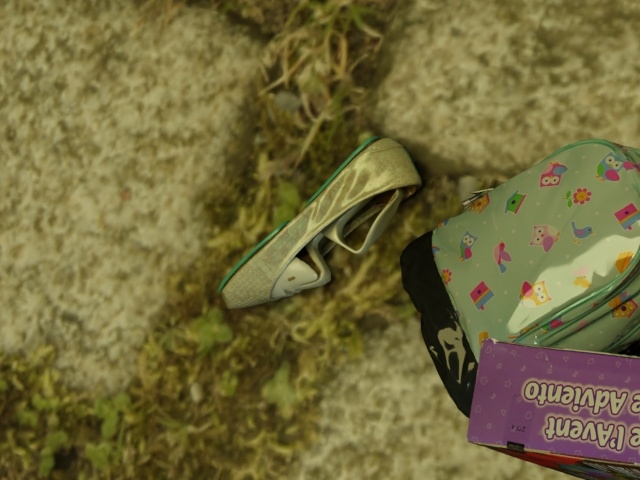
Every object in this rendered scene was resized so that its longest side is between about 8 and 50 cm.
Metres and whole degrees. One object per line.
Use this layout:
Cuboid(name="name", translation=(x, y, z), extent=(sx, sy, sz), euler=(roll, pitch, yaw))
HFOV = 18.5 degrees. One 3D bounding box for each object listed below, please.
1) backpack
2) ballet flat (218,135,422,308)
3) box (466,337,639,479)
Cuboid(name="backpack", translation=(0.148, 0.021, 1.206), extent=(0.182, 0.115, 0.152), euler=(-31, 63, 18))
Cuboid(name="ballet flat", translation=(0.000, 0.000, 1.332), extent=(0.168, 0.057, 0.052), euler=(-45, 71, 14))
Cuboid(name="box", translation=(0.229, 0.112, 1.032), extent=(0.201, 0.293, 0.057), euler=(4, 79, 31))
